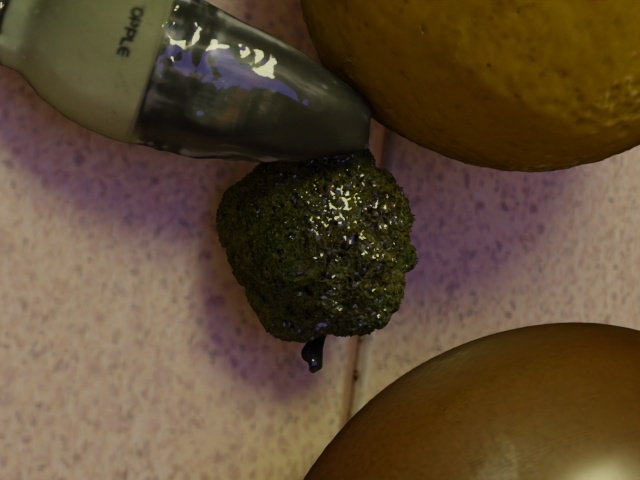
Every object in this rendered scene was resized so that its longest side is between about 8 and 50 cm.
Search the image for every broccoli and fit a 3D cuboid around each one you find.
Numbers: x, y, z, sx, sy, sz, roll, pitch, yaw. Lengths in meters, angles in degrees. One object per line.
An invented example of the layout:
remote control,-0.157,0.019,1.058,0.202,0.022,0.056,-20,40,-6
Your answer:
broccoli,0.000,0.000,1.230,0.131,0.130,0.120,43,19,7

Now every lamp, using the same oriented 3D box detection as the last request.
lamp,-0.088,-0.100,1.166,0.250,0.101,0.101,16,78,-5

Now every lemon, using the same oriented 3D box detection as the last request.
lemon,0.122,-0.175,1.220,0.293,0.293,0.293,2,86,-31

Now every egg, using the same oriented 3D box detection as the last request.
egg,0.129,0.196,1.194,0.351,0.282,0.282,-22,99,-20
